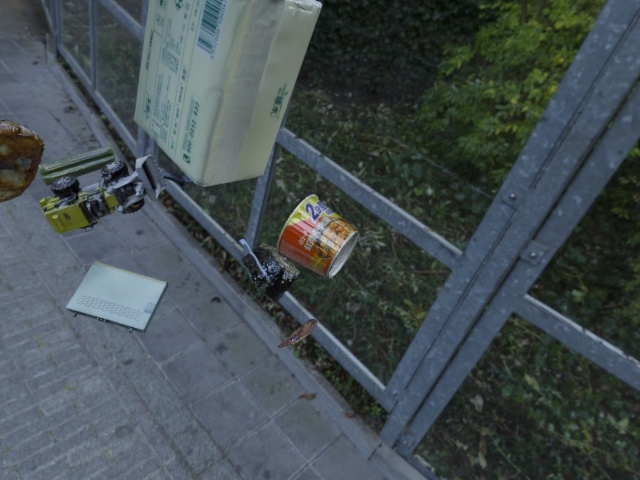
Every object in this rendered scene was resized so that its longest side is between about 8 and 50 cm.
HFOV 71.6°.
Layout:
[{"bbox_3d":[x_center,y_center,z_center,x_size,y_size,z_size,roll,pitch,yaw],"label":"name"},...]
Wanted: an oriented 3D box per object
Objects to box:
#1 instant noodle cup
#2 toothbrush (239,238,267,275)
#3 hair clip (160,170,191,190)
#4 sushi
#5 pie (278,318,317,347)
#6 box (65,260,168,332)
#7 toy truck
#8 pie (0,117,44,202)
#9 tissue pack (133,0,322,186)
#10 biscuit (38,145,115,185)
[{"bbox_3d":[0.000,0.000,1.288,0.174,0.213,0.213,33,36,14],"label":"instant noodle cup"},{"bbox_3d":[-0.237,0.059,1.567,0.019,0.013,0.193,-19,52,-29],"label":"toothbrush"},{"bbox_3d":[-0.653,-0.267,1.871,0.048,0.083,0.275,51,16,18],"label":"hair clip"},{"bbox_3d":[-0.213,0.124,1.907,0.211,0.171,0.350,47,-3,-20],"label":"sushi"},{"bbox_3d":[-0.065,0.319,1.541,0.170,0.092,0.034,-36,103,-37],"label":"pie"},{"bbox_3d":[-0.676,0.192,1.491,0.270,0.045,0.211,14,57,1],"label":"box"},{"bbox_3d":[-0.524,-0.107,1.094,0.285,0.136,0.111,-24,43,-15],"label":"toy truck"},{"bbox_3d":[-0.982,-0.230,1.305,0.308,0.308,0.085,-10,48,-37],"label":"pie"},{"bbox_3d":[-0.207,-0.344,0.884,0.297,0.381,0.207,43,37,24],"label":"tissue pack"},{"bbox_3d":[-1.046,-0.328,1.933,0.038,0.099,0.322,19,36,38],"label":"biscuit"}]
